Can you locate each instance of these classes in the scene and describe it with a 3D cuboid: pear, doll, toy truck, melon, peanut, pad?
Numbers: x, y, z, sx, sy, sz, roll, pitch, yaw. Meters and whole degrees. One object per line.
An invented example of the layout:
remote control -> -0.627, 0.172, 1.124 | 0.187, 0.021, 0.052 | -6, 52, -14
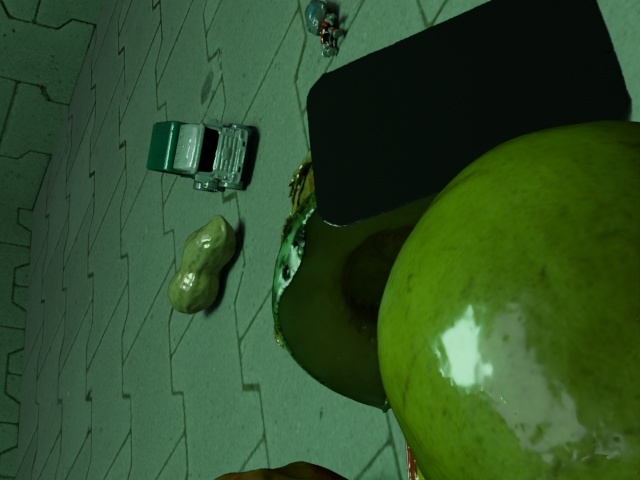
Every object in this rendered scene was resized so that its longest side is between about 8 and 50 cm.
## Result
pear -> 0.166, 0.069, 0.551 | 0.307, 0.252, 0.253 | 49, 125, 48
doll -> 0.000, -0.288, 1.348 | 0.057, 0.039, 0.114 | 64, -179, -48
toy truck -> -0.196, -0.140, 1.631 | 0.253, 0.124, 0.114 | -169, 88, -69
melon -> 0.033, 0.010, 0.966 | 0.265, 0.169, 0.129 | -68, 25, 20
peanut -> -0.179, 0.040, 1.560 | 0.187, 0.082, 0.082 | -65, 27, 26
pad -> 0.110, -0.119, 0.854 | 0.267, 0.004, 0.181 | -20, 52, 19

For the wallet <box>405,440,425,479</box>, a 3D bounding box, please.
wallet -> 0.112, 0.201, 0.827 | 0.141, 0.067, 0.241 | 131, 143, -52

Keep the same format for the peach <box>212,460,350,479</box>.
peach -> -0.055, 0.315, 0.952 | 0.214, 0.235, 0.214 | -177, 90, -73

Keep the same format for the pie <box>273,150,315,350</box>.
pie -> 0.000, 0.000, 1.195 | 0.274, 0.055, 0.274 | -167, 90, -72
